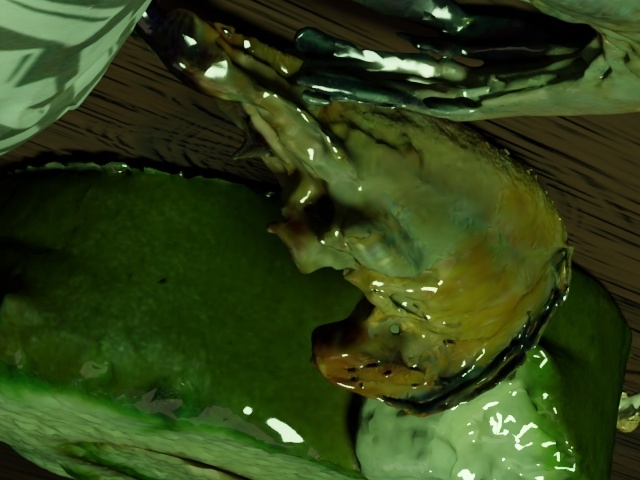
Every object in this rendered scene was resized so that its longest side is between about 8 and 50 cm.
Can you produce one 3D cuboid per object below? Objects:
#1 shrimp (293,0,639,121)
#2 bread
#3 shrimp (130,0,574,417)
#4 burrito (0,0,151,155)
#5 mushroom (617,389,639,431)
[{"bbox_3d":[0.044,-0.077,0.453,0.152,0.046,0.219,-8,163,36],"label":"shrimp"},{"bbox_3d":[-0.020,0.078,0.840,0.366,0.129,0.382,25,157,-35],"label":"bread"},{"bbox_3d":[0.004,-0.006,0.594,0.262,0.117,0.066,25,180,-35],"label":"shrimp"},{"bbox_3d":[-0.050,-0.106,0.315,0.101,0.139,0.445,54,153,-3],"label":"burrito"},{"bbox_3d":[0.292,0.117,0.932,0.286,0.028,0.026,11,-163,-18],"label":"mushroom"}]
